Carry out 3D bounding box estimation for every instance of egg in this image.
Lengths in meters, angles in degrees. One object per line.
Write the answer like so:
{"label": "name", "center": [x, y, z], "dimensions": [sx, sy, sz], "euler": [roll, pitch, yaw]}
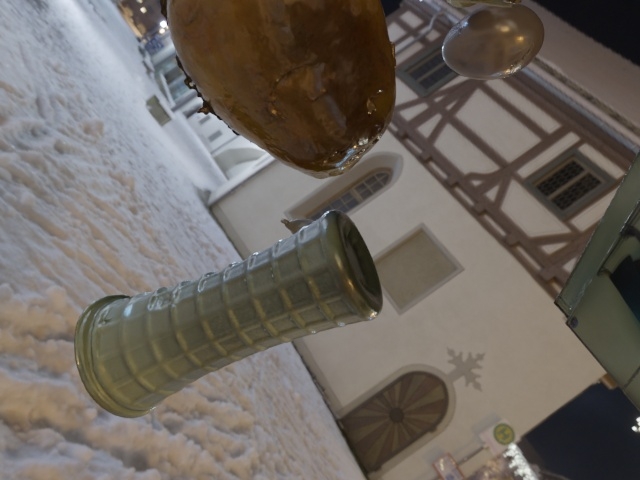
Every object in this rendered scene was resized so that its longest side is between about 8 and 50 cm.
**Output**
{"label": "egg", "center": [0.355, -0.410, 0.944], "dimensions": [0.146, 0.198, 0.146], "euler": [-5, 90, -69]}

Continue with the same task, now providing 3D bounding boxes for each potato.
{"label": "potato", "center": [-0.014, -0.124, 0.327], "dimensions": [0.200, 0.164, 0.081], "euler": [46, 8, -44]}

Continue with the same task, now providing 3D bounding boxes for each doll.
{"label": "doll", "center": [0.000, 0.000, 1.088], "dimensions": [0.227, 0.075, 0.102], "euler": [28, -12, -25]}

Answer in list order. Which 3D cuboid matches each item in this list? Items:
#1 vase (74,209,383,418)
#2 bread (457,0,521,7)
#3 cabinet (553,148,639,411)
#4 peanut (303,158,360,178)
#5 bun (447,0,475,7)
{"label": "vase", "center": [-0.091, 0.073, 0.477], "dimensions": [0.143, 0.298, 0.143], "euler": [56, 19, -32]}
{"label": "bread", "center": [0.112, -0.305, 0.340], "dimensions": [0.109, 0.210, 0.192], "euler": [18, 12, 29]}
{"label": "cabinet", "center": [0.267, 0.048, 0.244], "dimensions": [0.206, 0.150, 0.145], "euler": [-109, -159, -51]}
{"label": "peanut", "center": [0.006, -0.140, 0.498], "dimensions": [0.109, 0.141, 0.159], "euler": [17, -9, -6]}
{"label": "bun", "center": [0.249, -0.542, 0.842], "dimensions": [0.222, 0.127, 0.222], "euler": [1, 90, -84]}
